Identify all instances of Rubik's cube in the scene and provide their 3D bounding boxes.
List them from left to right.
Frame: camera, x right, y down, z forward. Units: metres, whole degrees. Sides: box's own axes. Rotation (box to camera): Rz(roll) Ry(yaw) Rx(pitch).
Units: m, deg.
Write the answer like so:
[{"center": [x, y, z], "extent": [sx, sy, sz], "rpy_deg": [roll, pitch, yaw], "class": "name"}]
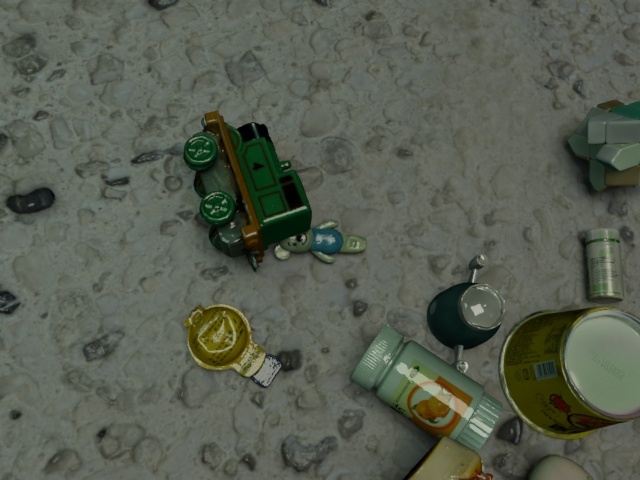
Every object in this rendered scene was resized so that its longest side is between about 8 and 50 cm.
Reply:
[{"center": [0.797, -0.242, 1.689], "extent": [0.212, 0.224, 0.265], "rpy_deg": [-17, 34, -14], "class": "Rubik's cube"}]

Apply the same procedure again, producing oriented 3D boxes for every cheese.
[{"center": [-0.205, 0.247, 1.489], "extent": [0.250, 0.064, 0.157], "rpy_deg": [39, 72, -6], "class": "cheese"}]

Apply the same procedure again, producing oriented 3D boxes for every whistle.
[{"center": [0.000, 0.000, 1.589], "extent": [0.235, 0.077, 0.114], "rpy_deg": [6, 88, -10], "class": "whistle"}]

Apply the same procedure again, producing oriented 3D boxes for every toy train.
[{"center": [-0.173, -0.132, 1.521], "extent": [0.249, 0.178, 0.429], "rpy_deg": [-17, 67, -8], "class": "toy train"}]

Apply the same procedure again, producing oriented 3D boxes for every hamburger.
[{"center": [0.244, 0.537, 1.351], "extent": [0.227, 0.295, 0.151], "rpy_deg": [-39, 72, -21], "class": "hamburger"}]

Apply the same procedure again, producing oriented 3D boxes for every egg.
[{"center": [0.547, 0.592, 1.438], "extent": [0.183, 0.183, 0.217], "rpy_deg": [-14, 66, -12], "class": "egg"}]

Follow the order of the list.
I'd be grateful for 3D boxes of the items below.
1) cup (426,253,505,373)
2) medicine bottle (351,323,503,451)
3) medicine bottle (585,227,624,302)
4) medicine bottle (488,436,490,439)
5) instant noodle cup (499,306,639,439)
[{"center": [0.359, 0.173, 1.538], "extent": [0.167, 0.173, 0.300], "rpy_deg": [15, 72, -3], "class": "cup"}, {"center": [0.242, 0.340, 1.454], "extent": [0.318, 0.158, 0.158], "rpy_deg": [32, 71, 12], "class": "medicine bottle"}, {"center": [0.741, 0.067, 1.673], "extent": [0.086, 0.086, 0.184], "rpy_deg": [6, 72, -7], "class": "medicine bottle"}, {"center": [0.352, 0.464, 1.511], "extent": [0.089, 0.052, 0.052], "rpy_deg": [-25, 78, -14], "class": "medicine bottle"}, {"center": [0.619, 0.297, 1.498], "extent": [0.325, 0.254, 0.326], "rpy_deg": [2, 72, -7], "class": "instant noodle cup"}]
